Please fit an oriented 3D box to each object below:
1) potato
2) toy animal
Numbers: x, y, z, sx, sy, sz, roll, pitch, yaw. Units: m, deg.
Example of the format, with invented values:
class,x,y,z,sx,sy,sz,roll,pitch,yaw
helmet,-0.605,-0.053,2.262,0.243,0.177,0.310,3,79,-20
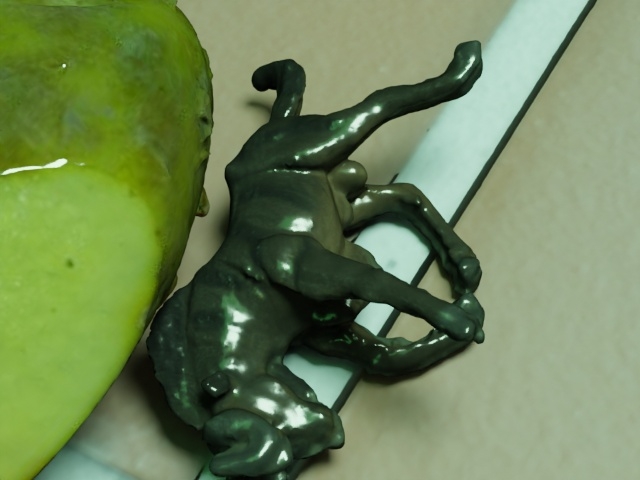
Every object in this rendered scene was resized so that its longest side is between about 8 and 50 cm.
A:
class,x,y,z,sx,sy,sz,roll,pitch,yaw
potato,-0.139,0.008,0.602,0.141,0.176,0.298,34,62,-22
toy animal,0.000,0.000,0.642,0.148,0.084,0.232,0,58,6
